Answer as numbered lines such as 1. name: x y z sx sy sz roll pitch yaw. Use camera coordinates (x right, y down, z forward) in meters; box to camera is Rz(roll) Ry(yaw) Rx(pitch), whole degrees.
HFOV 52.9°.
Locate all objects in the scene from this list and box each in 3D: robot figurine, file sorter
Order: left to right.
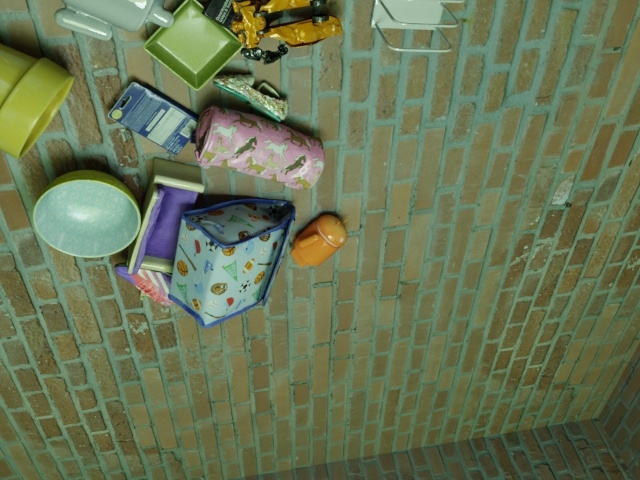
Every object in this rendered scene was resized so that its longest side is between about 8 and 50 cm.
1. robot figurine: -0.487 -0.601 1.437 0.354 0.200 0.299 19 101 -28
2. robot figurine: -0.091 -0.561 1.607 0.291 0.085 0.210 -16 121 -15
3. robot figurine: -0.001 0.001 2.162 0.219 0.128 0.158 -41 128 22
4. file sorter: 0.259 -0.637 1.616 0.193 0.173 0.277 -2 132 -13

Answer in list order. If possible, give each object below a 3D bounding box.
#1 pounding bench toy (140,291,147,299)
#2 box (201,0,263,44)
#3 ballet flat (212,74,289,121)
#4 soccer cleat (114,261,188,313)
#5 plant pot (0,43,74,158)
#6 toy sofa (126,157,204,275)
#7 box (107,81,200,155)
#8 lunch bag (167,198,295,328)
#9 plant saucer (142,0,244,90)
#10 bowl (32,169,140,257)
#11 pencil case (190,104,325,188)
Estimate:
1. pounding bench toy: -0.587 0.172 2.221 0.065 0.052 0.083 3 131 -18
2. box: -0.201 -0.578 1.616 0.162 0.029 0.116 23 101 -34
3. ballet flat: -0.187 -0.412 1.785 0.241 0.091 0.077 25 91 -36
4. soccer cleat: -0.536 0.154 2.131 0.318 0.116 0.109 23 162 -38
5. plant pot: -0.775 -0.366 1.565 0.239 0.254 0.254 33 118 -19
6. toy sofa: -0.476 -0.053 1.959 0.150 0.177 0.362 11 128 -24
7. box: -0.458 -0.343 1.793 0.225 0.036 0.136 29 119 -36
8. lunch bag: -0.248 0.053 2.029 0.386 0.239 0.327 -21 139 -48
9. plant saucer: -0.328 -0.512 1.666 0.188 0.045 0.188 -38 129 20
10. bowl: -0.673 -0.105 1.874 0.290 0.156 0.289 -8 133 -8
11. pencil case: -0.171 -0.258 1.842 0.386 0.160 0.167 11 149 -31
